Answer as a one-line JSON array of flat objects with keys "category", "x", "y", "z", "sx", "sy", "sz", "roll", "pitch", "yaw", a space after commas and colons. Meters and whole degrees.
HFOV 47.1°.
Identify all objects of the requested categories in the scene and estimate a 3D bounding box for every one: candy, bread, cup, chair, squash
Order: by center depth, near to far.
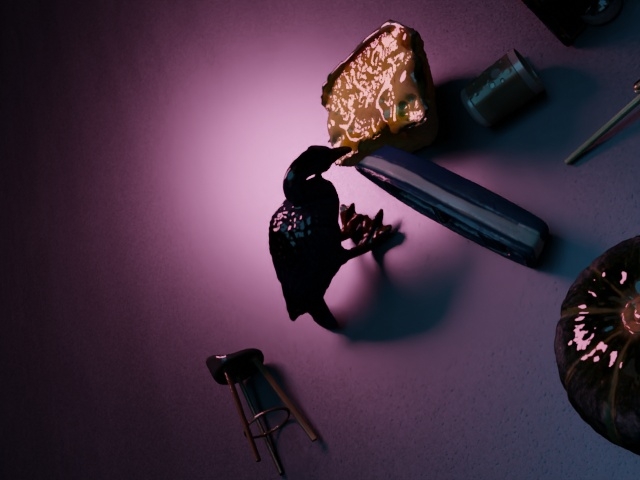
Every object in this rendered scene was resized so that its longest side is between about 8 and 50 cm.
[{"category": "squash", "x": 0.377, "y": 0.112, "z": 0.787, "sx": 0.252, "sy": 0.165, "sz": 0.252, "roll": -29, "pitch": 45, "yaw": 33}, {"category": "candy", "x": 0.422, "y": -0.196, "z": 0.930, "sx": 0.288, "sy": 0.078, "sz": 0.084, "roll": -44, "pitch": 29, "yaw": 31}, {"category": "cup", "x": 0.255, "y": -0.228, "z": 1.065, "sx": 0.099, "sy": 0.074, "sz": 0.102, "roll": -36, "pitch": 55, "yaw": 26}, {"category": "bread", "x": 0.120, "y": -0.219, "z": 1.138, "sx": 0.252, "sy": 0.133, "sz": 0.174, "roll": -31, "pitch": 64, "yaw": 55}, {"category": "chair", "x": -0.099, "y": 0.260, "z": 1.191, "sx": 0.095, "sy": 0.104, "sz": 0.221, "roll": -34, "pitch": 57, "yaw": -5}]

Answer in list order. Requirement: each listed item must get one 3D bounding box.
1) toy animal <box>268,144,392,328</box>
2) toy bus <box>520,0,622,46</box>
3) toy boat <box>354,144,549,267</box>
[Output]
[{"category": "toy animal", "x": 0.000, "y": 0.000, "z": 1.130, "sx": 0.122, "sy": 0.185, "sz": 0.298, "roll": 31, "pitch": 115, "yaw": 37}, {"category": "toy bus", "x": 0.379, "y": -0.453, "z": 0.983, "sx": 0.323, "sy": 0.162, "sz": 0.194, "roll": -46, "pitch": 49, "yaw": 21}, {"category": "toy boat", "x": 0.178, "y": -0.059, "z": 1.031, "sx": 0.299, "sy": 0.096, "sz": 0.061, "roll": 31, "pitch": 88, "yaw": 26}]
